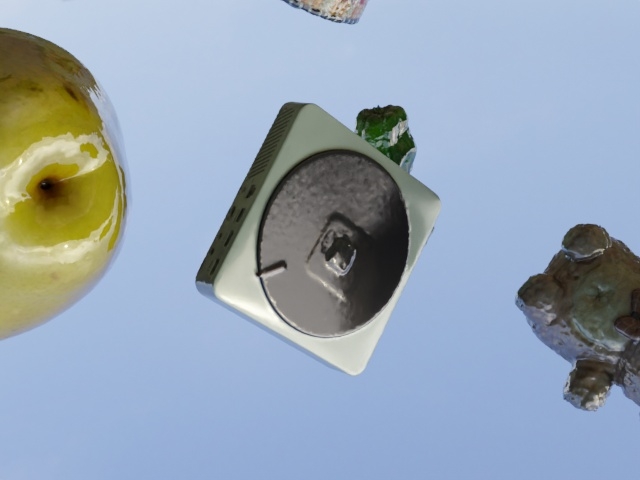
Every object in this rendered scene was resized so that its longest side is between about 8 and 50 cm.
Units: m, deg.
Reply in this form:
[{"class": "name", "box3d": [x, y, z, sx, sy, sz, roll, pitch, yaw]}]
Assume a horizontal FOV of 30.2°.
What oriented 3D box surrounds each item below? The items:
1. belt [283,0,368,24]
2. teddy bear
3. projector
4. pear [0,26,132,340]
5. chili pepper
[{"class": "belt", "box3d": [-0.036, -0.359, 1.365, 0.207, 0.150, 0.257, 6, -149, -49]}, {"class": "teddy bear", "box3d": [0.366, 0.102, 1.382, 0.267, 0.151, 0.236, 38, -95, 35]}, {"class": "projector", "box3d": [0.000, 0.000, 1.441, 0.079, 0.259, 0.257, 12, -107, 53]}, {"class": "pear", "box3d": [-0.384, -0.061, 1.321, 0.362, 0.362, 0.418, -32, -158, -37]}, {"class": "chili pepper", "box3d": [0.115, -0.091, 1.845, 0.083, 0.253, 0.099, 14, -138, 43]}]
